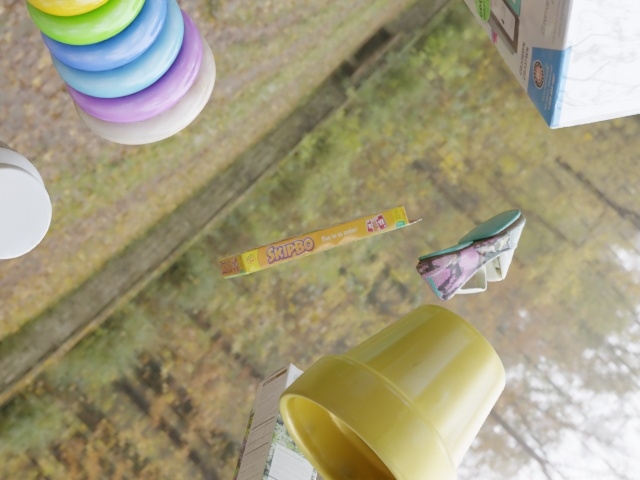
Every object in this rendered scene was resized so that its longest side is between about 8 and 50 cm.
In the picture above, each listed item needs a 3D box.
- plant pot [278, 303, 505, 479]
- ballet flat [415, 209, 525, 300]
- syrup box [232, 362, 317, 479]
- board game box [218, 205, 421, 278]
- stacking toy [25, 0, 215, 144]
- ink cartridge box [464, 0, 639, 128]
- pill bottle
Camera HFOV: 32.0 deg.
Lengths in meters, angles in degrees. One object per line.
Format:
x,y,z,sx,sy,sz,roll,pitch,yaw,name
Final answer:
0.112,0.220,1.504,0.239,0.254,0.254,-43,180,-24,plant pot
0.206,0.026,1.472,0.077,0.079,0.221,-16,-174,43,ballet flat
-0.060,0.321,1.747,0.096,0.093,0.237,-38,-152,41,syrup box
0.000,0.000,1.512,0.259,0.039,0.124,-14,180,-19,board game box
-0.195,-0.219,0.932,0.141,0.141,0.330,-45,154,-12,stacking toy
0.288,-0.289,1.180,0.197,0.270,0.198,-12,135,-10,ink cartridge box
-0.500,-0.069,1.657,0.162,0.162,0.278,-45,-151,-11,pill bottle
